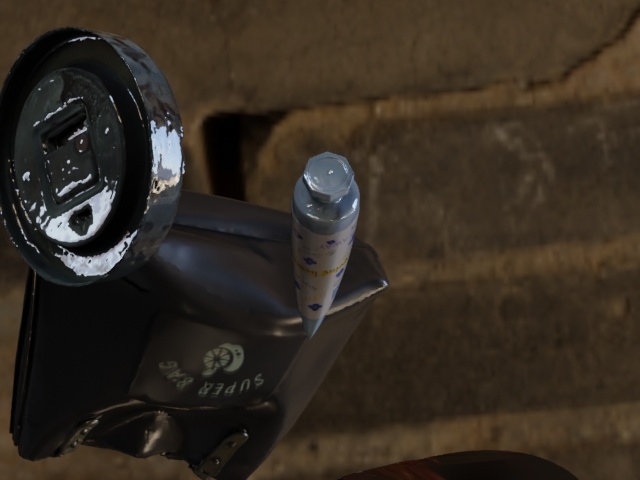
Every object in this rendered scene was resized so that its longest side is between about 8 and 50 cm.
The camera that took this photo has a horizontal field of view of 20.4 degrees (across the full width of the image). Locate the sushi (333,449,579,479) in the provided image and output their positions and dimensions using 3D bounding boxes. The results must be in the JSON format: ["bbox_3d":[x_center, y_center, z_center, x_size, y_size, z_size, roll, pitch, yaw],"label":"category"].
[{"bbox_3d":[0.062,0.211,1.057,0.225,0.136,0.126,-12,-45,-35],"label":"sushi"}]

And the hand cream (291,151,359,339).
[{"bbox_3d":[0.000,0.000,1.167,0.043,0.065,0.170,10,-29,1],"label":"hand cream"}]

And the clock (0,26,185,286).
[{"bbox_3d":[-0.194,-0.069,1.470,0.042,0.215,0.215,-3,-34,-46],"label":"clock"}]

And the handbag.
[{"bbox_3d":[-0.134,0.102,1.683,0.342,0.152,0.288,11,-63,-28],"label":"handbag"}]
